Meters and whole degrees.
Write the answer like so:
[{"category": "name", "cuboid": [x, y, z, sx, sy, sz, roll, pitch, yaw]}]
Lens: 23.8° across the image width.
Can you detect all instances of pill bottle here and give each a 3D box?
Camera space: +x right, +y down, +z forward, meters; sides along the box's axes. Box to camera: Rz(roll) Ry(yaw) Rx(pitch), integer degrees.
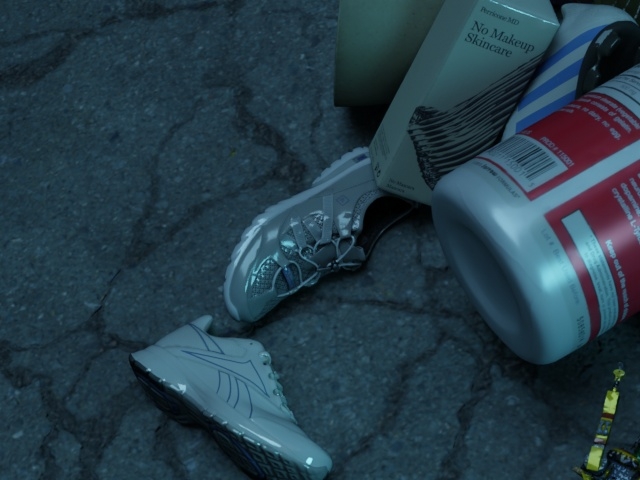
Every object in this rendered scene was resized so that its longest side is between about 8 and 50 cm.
[{"category": "pill bottle", "cuboid": [0.342, -0.060, 1.624, 0.407, 0.229, 0.229, -29, 51, -11]}]

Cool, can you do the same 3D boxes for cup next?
[{"category": "cup", "cuboid": [0.151, -0.319, 1.908, 0.237, 0.331, 0.331, 7, 56, 3]}]

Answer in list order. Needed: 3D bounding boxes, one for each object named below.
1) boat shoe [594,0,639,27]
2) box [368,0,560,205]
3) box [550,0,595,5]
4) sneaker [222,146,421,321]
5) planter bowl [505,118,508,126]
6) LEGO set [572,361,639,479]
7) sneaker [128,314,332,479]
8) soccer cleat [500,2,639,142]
[{"category": "boat shoe", "cuboid": [0.432, -0.265, 1.872, 0.223, 0.073, 0.080, 37, 99, 41]}, {"category": "box", "cuboid": [0.163, -0.176, 1.781, 0.113, 0.275, 0.094, 16, 32, -16]}, {"category": "box", "cuboid": [0.430, -0.399, 1.965, 0.293, 0.057, 0.201, 7, 81, 23]}, {"category": "sneaker", "cuboid": [0.000, 0.000, 1.830, 0.281, 0.105, 0.115, -44, 53, -16]}, {"category": "planter bowl", "cuboid": [0.325, -0.200, 1.879, 0.217, 0.090, 0.217, -10, 52, 12]}, {"category": "LEGO set", "cuboid": [0.407, 0.167, 1.514, 0.331, 0.192, 0.255, -44, 54, -16]}, {"category": "sneaker", "cuboid": [-0.090, 0.175, 1.734, 0.129, 0.111, 0.297, -42, 54, -21]}, {"category": "soccer cleat", "cuboid": [0.266, -0.124, 1.782, 0.331, 0.116, 0.143, -62, 34, 12]}]
